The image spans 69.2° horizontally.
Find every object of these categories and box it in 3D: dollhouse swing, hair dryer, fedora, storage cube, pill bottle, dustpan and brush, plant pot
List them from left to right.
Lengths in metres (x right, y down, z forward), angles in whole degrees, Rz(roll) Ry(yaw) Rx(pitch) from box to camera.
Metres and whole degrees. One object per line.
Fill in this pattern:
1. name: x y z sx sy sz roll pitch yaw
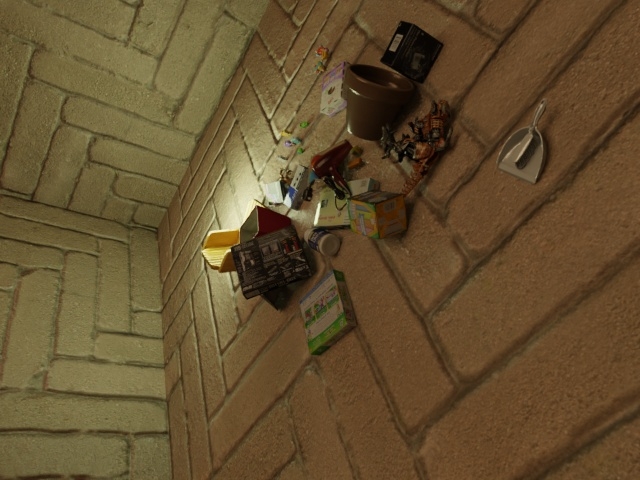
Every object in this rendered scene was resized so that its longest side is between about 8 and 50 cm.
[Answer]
1. dollhouse swing: -0.451 -0.042 2.460 0.347 0.315 0.304 36 127 56
2. fedora: -0.256 0.192 2.161 0.124 0.243 0.275 -46 37 -14
3. storage cube: -0.261 -0.021 2.223 0.183 0.193 0.214 -49 36 32
4. pill bottle: 0.000 0.000 1.932 0.169 0.094 0.094 26 98 56
5. hair dryer: 0.062 -0.268 1.888 0.224 0.080 0.293 14 83 28
6. plant pot: 0.195 -0.514 1.761 0.263 0.263 0.229 -116 35 -46
7. dustpan and brush: 0.564 -0.275 1.250 0.211 0.060 0.147 -64 34 15

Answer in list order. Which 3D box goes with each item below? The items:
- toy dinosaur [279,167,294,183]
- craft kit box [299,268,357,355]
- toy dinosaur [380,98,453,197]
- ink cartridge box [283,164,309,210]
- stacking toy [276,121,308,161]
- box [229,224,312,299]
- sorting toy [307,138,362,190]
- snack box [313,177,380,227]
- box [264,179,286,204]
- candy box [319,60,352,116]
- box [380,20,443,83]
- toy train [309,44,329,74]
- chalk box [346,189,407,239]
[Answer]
1. toy dinosaur: -0.193 -0.309 2.378 0.212 0.064 0.112 -6 73 55
2. craft kit box: 0.022 0.283 1.817 0.250 0.061 0.246 -46 40 36
3. toy dinosaur: 0.324 -0.315 1.556 0.219 0.164 0.321 22 75 42
4. ink cartridge box: -0.106 -0.256 2.243 0.097 0.046 0.207 39 109 56
5. stacking toy: -0.149 -0.515 2.413 0.221 0.052 0.166 -9 69 54
6. box: -0.218 0.091 2.023 0.076 0.308 0.242 75 174 -60
7. sorting toy: 0.054 -0.339 1.999 0.307 0.041 0.228 -20 49 40
8. snack box: 0.098 -0.141 1.879 0.322 0.060 0.187 0 74 56
9. box: -0.229 -0.246 2.395 0.162 0.029 0.115 -4 99 54
10. candy box: 0.079 -0.695 2.138 0.165 0.070 0.196 -16 63 52
11. box: 0.330 -0.680 1.680 0.155 0.158 0.093 -62 34 18
12. toy train: 0.003 -0.921 2.373 0.125 0.046 0.166 17 87 58
13. chalk box: 0.182 -0.097 1.631 0.213 0.133 0.131 20 125 57
